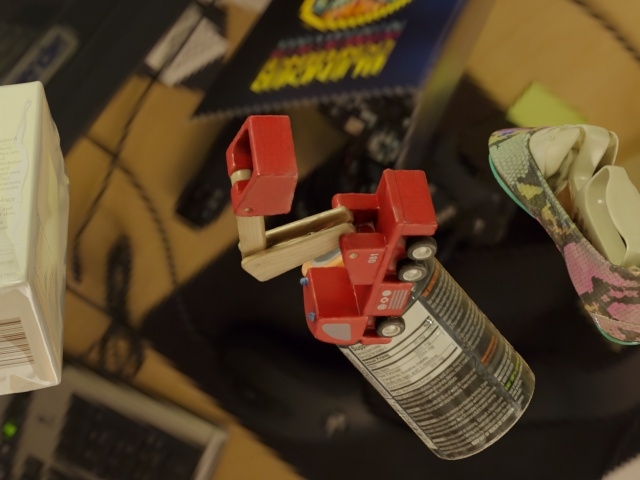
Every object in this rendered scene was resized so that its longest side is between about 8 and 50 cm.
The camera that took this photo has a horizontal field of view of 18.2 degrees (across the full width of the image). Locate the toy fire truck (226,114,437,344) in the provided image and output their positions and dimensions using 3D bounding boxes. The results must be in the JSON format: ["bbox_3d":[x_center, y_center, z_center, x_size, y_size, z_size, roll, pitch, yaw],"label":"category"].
[{"bbox_3d":[0.000,0.000,1.245,0.135,0.047,0.192,0,144,-14],"label":"toy fire truck"}]

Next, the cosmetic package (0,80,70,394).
[{"bbox_3d":[-0.246,-0.004,1.538,0.085,0.231,0.117,-8,133,1],"label":"cosmetic package"}]

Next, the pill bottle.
[{"bbox_3d":[0.089,0.088,1.954,0.130,0.130,0.246,-27,113,36],"label":"pill bottle"}]

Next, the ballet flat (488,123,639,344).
[{"bbox_3d":[0.179,-0.026,1.332,0.077,0.221,0.079,0,129,-22],"label":"ballet flat"}]
